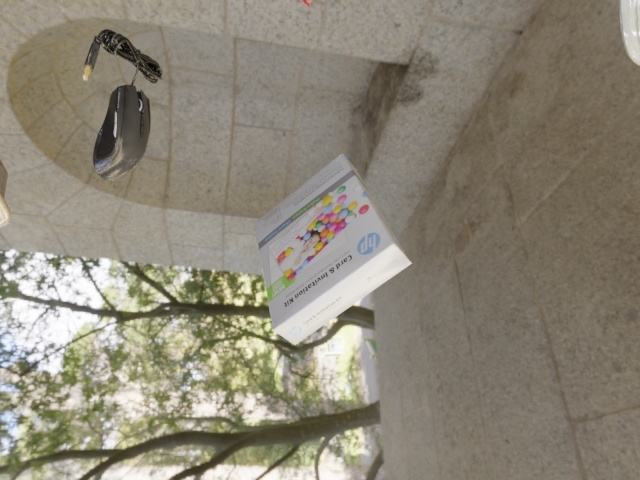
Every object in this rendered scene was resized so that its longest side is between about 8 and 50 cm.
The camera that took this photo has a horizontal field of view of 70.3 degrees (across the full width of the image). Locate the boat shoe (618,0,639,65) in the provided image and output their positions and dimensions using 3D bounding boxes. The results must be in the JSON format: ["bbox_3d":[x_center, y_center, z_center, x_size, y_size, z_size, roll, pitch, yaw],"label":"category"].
[{"bbox_3d":[0.250,-0.237,0.208,0.103,0.118,0.320,47,143,42],"label":"boat shoe"}]

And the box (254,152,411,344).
[{"bbox_3d":[0.000,0.000,0.497,0.145,0.038,0.186,-37,38,14],"label":"box"}]

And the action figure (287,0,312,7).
[{"bbox_3d":[-0.048,-0.569,0.743,0.370,0.248,0.275,102,170,-64],"label":"action figure"}]

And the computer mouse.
[{"bbox_3d":[-0.366,-0.243,0.835,0.184,0.060,0.262,38,-112,-74],"label":"computer mouse"}]

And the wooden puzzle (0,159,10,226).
[{"bbox_3d":[-0.438,-0.145,0.531,0.239,0.044,0.221,34,141,48],"label":"wooden puzzle"}]
